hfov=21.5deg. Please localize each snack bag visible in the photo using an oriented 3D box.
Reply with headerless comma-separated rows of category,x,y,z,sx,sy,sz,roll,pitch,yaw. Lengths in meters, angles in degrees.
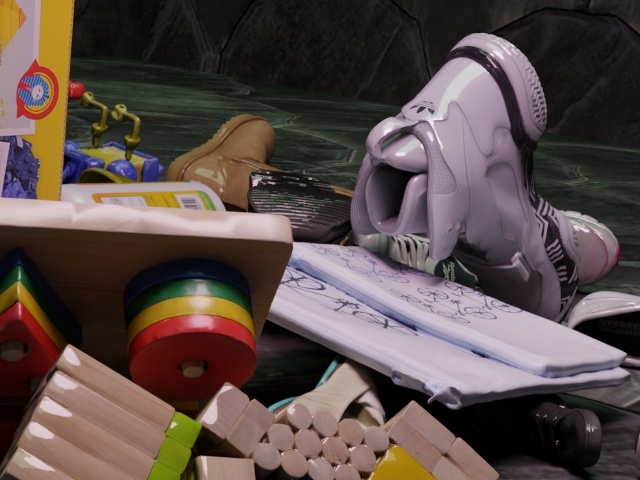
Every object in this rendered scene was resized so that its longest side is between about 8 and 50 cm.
snack bag,0.078,0.068,1.534,0.323,0.037,0.342,24,13,32

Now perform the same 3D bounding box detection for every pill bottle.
pill bottle,-0.228,0.007,1.771,0.246,0.136,0.136,-3,14,-39

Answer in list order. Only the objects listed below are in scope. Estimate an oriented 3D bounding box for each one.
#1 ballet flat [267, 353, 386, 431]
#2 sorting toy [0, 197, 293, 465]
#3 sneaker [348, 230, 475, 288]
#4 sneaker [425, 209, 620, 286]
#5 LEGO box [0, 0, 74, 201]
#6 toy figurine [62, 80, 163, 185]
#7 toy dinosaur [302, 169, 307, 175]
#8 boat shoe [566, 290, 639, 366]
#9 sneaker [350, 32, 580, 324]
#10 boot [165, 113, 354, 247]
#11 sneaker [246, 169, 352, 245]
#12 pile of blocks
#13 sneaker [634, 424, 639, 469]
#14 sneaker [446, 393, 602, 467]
ballet flat,0.008,0.154,1.353,0.086,0.086,0.248,10,13,17
sorting toy,-0.168,0.086,1.191,0.257,0.255,0.089,3,53,-15
sneaker,0.102,0.027,1.886,0.153,0.094,0.235,9,-16,1
sneaker,0.248,0.018,2.122,0.252,0.103,0.111,2,14,14
LEGO box,-0.397,-0.104,1.308,0.193,0.500,0.372,15,15,42
toy figurine,-0.279,-0.114,2.269,0.217,0.191,0.362,2,12,-46
toy dinosaur,-0.090,-0.072,2.472,0.268,0.064,0.118,18,22,37
boat shoe,0.387,0.106,1.777,0.258,0.095,0.084,-1,12,18
sneaker,0.147,-0.015,1.751,0.210,0.366,0.137,-37,38,-31
boot,-0.032,-0.066,2.173,0.269,0.089,0.236,17,34,24
sneaker,-0.032,0.010,1.830,0.122,0.146,0.330,10,6,-3
pile of blocks,-0.056,0.181,1.143,0.362,0.149,0.112,11,-35,-25
sneaker,0.395,0.159,1.475,0.118,0.110,0.292,24,28,36
sneaker,0.176,0.159,1.462,0.089,0.051,0.170,4,7,-12
